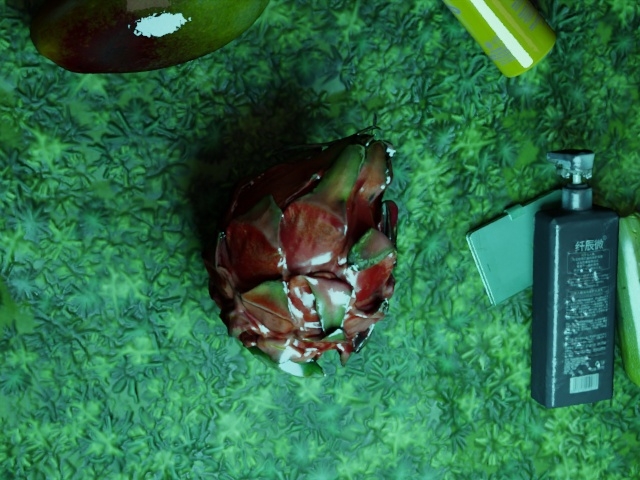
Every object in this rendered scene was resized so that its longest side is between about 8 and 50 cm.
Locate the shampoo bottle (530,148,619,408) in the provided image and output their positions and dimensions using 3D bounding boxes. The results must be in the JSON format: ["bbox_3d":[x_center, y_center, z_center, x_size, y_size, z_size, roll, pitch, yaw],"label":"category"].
[{"bbox_3d":[0.307,0.044,1.536,0.098,0.071,0.309,-6,105,-19],"label":"shampoo bottle"}]

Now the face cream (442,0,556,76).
[{"bbox_3d":[0.160,-0.311,1.462,0.078,0.078,0.273,-46,108,-9],"label":"face cream"}]

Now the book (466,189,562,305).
[{"bbox_3d":[0.250,0.005,1.558,0.135,0.017,0.103,-27,106,-13],"label":"book"}]

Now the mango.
[{"bbox_3d":[-0.169,-0.242,1.334,0.267,0.111,0.133,-17,140,-16],"label":"mango"}]

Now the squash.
[{"bbox_3d":[0.396,0.078,1.591,0.066,0.066,0.229,-15,98,-17],"label":"squash"}]

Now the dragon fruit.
[{"bbox_3d":[0.000,0.000,1.371,0.234,0.234,0.293,33,89,-19],"label":"dragon fruit"}]
